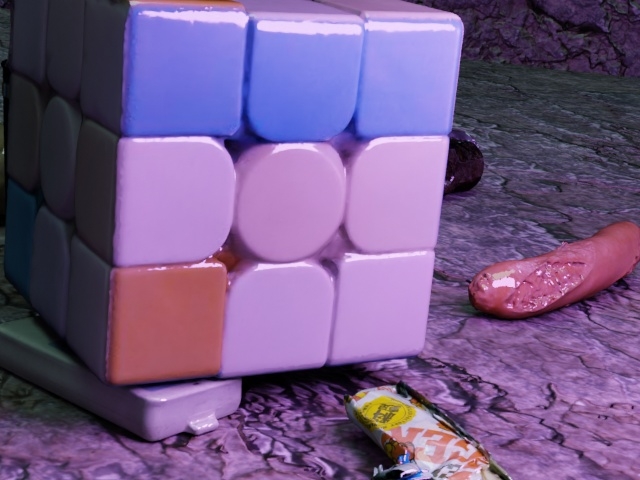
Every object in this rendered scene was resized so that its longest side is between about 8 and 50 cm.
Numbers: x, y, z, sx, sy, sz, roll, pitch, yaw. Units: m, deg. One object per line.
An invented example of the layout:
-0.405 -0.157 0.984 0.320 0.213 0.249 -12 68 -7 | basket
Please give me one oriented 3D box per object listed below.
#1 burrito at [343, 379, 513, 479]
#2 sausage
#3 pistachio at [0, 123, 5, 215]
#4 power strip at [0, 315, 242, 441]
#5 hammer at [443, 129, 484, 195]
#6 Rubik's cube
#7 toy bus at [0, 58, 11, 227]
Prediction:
0.085 0.185 1.085 0.104 0.054 0.288 -4 19 -24 | burrito
0.302 0.038 1.590 0.087 0.079 0.327 19 24 40 | sausage
-0.428 -0.099 1.800 0.136 0.136 0.226 9 11 17 | pistachio
-0.198 0.121 1.248 0.270 0.046 0.118 17 21 39 | power strip
0.033 -0.130 2.106 0.409 0.095 0.242 9 17 34 | hammer
-0.103 -0.083 1.288 0.344 0.347 0.346 -4 19 -28 | Rubik's cube
-0.282 -0.083 1.507 0.138 0.275 0.167 -9 20 -37 | toy bus
